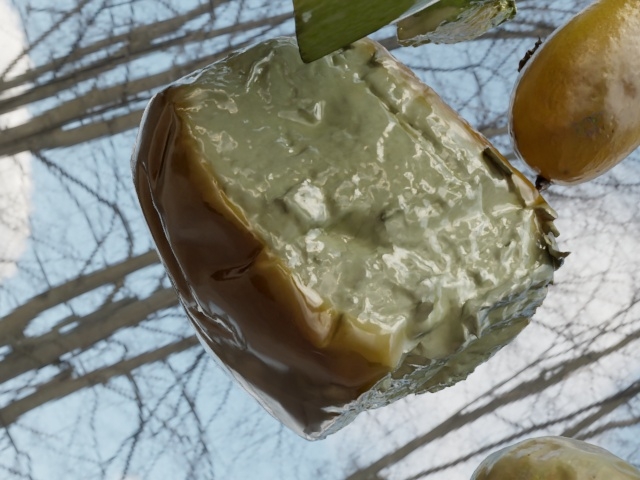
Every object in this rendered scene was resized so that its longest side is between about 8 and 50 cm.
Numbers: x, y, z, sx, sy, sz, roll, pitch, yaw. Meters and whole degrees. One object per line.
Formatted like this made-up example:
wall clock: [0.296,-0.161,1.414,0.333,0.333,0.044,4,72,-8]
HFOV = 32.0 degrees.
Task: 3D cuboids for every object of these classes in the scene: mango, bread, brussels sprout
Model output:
mango: [0.198,-0.113,0.776,0.101,0.187,0.066,38,-1,-16]
bread: [0.000,0.000,0.804,0.279,0.225,0.250,50,-17,12]
brussels sprout: [0.170,-0.293,1.341,0.139,0.181,0.100,-142,-142,-87]

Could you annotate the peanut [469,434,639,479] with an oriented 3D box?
peanut: [0.270,0.315,0.895,0.387,0.192,0.169,44,-69,23]

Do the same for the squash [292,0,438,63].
squash: [0.011,-0.226,0.626,0.133,0.220,0.220,-22,-86,7]
